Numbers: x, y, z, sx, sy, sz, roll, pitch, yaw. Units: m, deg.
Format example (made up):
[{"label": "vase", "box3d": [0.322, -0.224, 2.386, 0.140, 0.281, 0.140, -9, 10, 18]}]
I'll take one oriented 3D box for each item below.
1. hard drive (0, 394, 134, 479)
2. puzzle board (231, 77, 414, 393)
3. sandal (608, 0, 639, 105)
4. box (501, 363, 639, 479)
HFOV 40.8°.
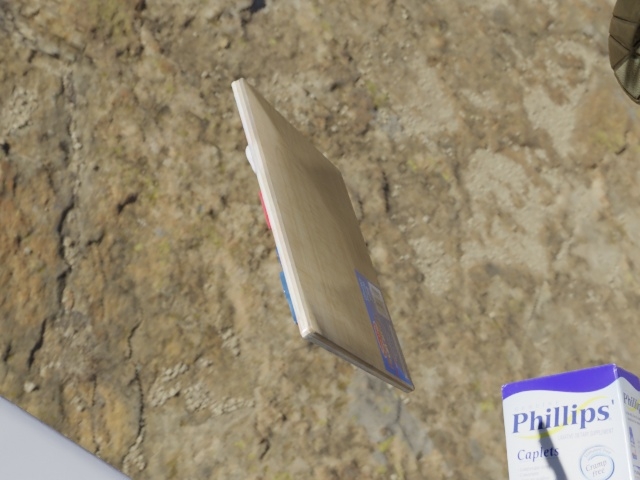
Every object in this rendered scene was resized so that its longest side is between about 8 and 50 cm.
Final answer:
[{"label": "hard drive", "box3d": [-0.329, 0.318, 0.914, 0.353, 0.047, 0.233, 49, 56, -39]}, {"label": "puzzle board", "box3d": [0.000, 0.000, 0.378, 0.096, 0.011, 0.128, 38, 29, -53]}, {"label": "sandal", "box3d": [0.235, -0.166, 0.495, 0.060, 0.219, 0.090, -5, 46, -17]}, {"label": "box", "box3d": [0.253, 0.204, 0.849, 0.072, 0.126, 0.137, 28, 53, -45]}]
